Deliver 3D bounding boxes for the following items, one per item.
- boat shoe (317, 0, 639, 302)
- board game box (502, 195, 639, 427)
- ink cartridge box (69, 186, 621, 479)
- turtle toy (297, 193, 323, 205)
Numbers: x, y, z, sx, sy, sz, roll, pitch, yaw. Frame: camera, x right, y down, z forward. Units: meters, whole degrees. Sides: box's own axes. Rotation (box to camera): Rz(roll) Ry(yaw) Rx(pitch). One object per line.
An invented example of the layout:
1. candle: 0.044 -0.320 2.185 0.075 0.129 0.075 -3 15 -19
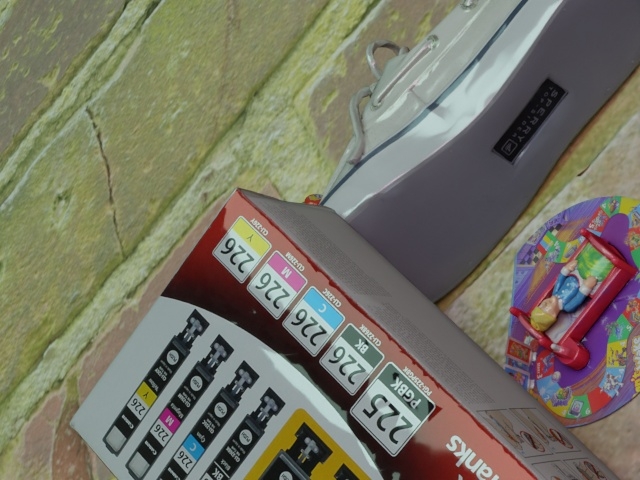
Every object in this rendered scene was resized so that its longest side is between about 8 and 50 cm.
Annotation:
1. boat shoe: 0.086 -0.097 1.103 0.367 0.136 0.156 -51 38 11
2. board game box: 0.169 0.041 1.000 0.133 0.033 0.169 -17 56 44
3. ink cartridge box: 0.000 0.170 0.944 0.309 0.130 0.272 43 106 26
4. turtle toy: 0.000 0.000 1.201 0.130 0.066 0.095 -21 53 42
